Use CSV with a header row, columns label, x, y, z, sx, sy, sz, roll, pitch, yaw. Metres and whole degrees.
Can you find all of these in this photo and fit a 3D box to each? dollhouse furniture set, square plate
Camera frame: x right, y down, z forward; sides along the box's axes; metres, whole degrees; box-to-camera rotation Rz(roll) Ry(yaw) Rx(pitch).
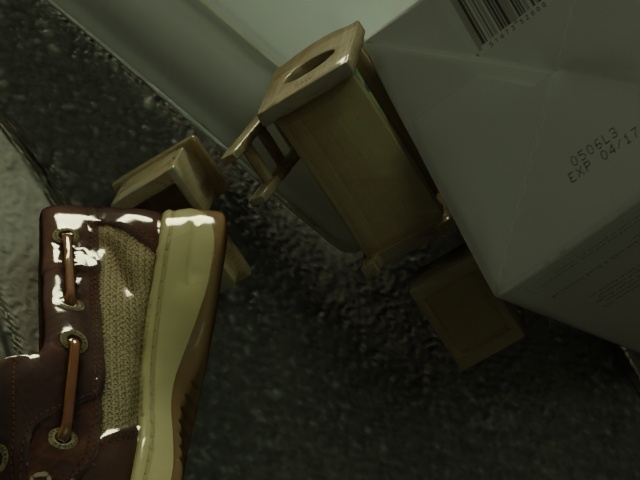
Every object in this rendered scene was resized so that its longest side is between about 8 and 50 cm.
label,x,y,z,sx,sy,sz,roll,pitch,yaw
dollhouse furniture set,0.000,0.000,1.112,0.182,0.161,0.101,57,15,-15
square plate,0.000,-0.216,1.234,0.344,0.049,0.347,40,64,7

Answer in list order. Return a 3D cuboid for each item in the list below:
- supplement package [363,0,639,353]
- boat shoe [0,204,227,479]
label,x,y,z,sx,sy,sz,roll,pitch,yaw
supplement package,0.193,-0.058,1.123,0.293,0.177,0.175,22,37,-57
boat shoe,-0.127,0.107,0.931,0.123,0.123,0.342,13,47,-3
